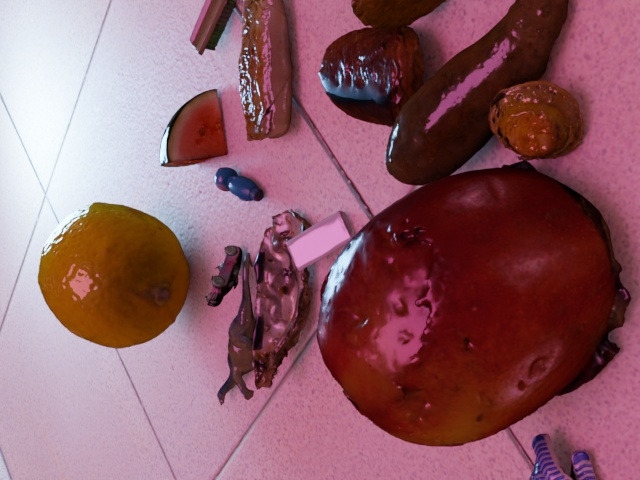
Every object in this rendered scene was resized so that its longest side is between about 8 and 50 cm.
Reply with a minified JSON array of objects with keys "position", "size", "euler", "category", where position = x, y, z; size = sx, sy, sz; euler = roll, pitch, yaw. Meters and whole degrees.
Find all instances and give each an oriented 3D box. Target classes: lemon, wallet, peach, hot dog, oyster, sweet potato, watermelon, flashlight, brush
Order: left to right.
[{"position":[-0.444,0.073,2.186],"size":[0.336,0.336,0.336],"euler":[14,108,51],"category":"lemon"},{"position":[-0.270,-0.207,2.073],"size":[0.137,0.193,0.145],"euler":[44,154,-25],"category":"watermelon"},{"position":[-0.177,-0.484,1.949],"size":[0.054,0.048,0.282],"euler":[49,125,32],"category":"brush"},{"position":[-0.159,-0.109,1.994],"size":[0.129,0.051,0.051],"euler":[25,116,44],"category":"flashlight"},{"position":[-0.076,0.112,1.895],"size":[0.128,0.078,0.345],"euler":[14,98,36],"category":"oyster"},{"position":[0.000,0.000,1.787],"size":[0.122,0.025,0.061],"euler":[-31,69,25],"category":"wallet"},{"position":[0.088,-0.258,1.596],"size":[0.226,0.099,0.161],"euler":[23,115,50],"category":"hot dog"},{"position":[0.203,0.087,1.379],"size":[0.416,0.353,0.339],"euler":[-38,71,10],"category":"peach"},{"position":[0.220,-0.217,1.421],"size":[0.423,0.130,0.131],"euler":[-51,57,35],"category":"sweet potato"}]

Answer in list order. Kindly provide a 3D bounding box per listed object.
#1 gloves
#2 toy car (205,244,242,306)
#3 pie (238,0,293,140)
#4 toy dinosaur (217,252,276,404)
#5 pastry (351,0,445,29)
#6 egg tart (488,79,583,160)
[{"position":[0.345,0.376,1.399],"size":[0.119,0.097,0.229],"euler":[-30,65,20],"category":"gloves"},{"position":[-0.187,0.072,2.014],"size":[0.069,0.055,0.142],"euler":[115,175,-48],"category":"toy car"},{"position":[-0.102,-0.325,1.857],"size":[0.128,0.068,0.283],"euler":[2,97,51],"category":"pie"},{"position":[-0.150,0.209,2.021],"size":[0.147,0.076,0.363],"euler":[41,130,46],"category":"toy dinosaur"},{"position":[0.115,-0.399,1.468],"size":[0.189,0.188,0.103],"euler":[-55,52,43],"category":"pastry"},{"position":[0.284,-0.150,1.352],"size":[0.130,0.052,0.130],"euler":[12,135,12],"category":"egg tart"}]
